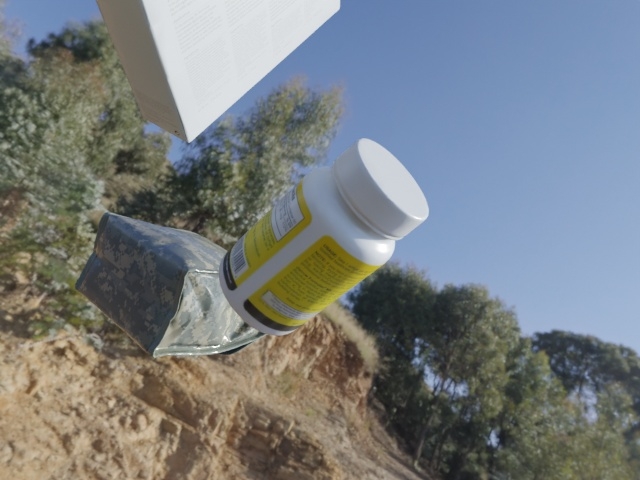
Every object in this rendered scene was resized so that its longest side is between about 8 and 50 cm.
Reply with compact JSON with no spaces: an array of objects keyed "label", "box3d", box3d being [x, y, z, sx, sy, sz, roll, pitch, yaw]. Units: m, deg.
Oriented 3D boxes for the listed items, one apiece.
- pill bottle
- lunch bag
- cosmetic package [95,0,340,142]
[{"label":"pill bottle","box3d":[0.000,0.000,0.507,0.119,0.119,0.208,37,-59,-22]},{"label":"lunch bag","box3d":[-0.216,0.081,0.837,0.235,0.168,0.287,27,6,32]},{"label":"cosmetic package","box3d":[-0.107,-0.354,0.629,0.098,0.377,0.284,31,-28,16]}]
